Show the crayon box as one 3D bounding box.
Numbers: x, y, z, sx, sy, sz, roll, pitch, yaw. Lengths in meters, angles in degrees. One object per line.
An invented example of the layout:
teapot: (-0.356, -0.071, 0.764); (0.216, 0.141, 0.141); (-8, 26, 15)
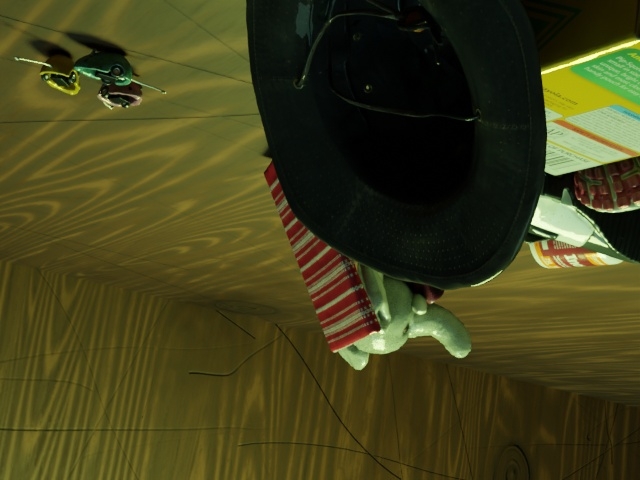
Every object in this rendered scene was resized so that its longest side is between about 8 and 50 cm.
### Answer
crayon box: (0.258, -0.147, 0.915); (0.203, 0.083, 0.323); (17, 165, -31)

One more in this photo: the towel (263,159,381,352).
towel: (0.000, 0.000, 1.335); (0.031, 0.275, 0.199); (-19, 172, -16)

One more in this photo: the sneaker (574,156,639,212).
sneaker: (0.375, -0.084, 1.027); (0.112, 0.121, 0.299); (15, 165, -35)

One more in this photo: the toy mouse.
toy mouse: (-0.237, -0.183, 1.177); (0.143, 0.031, 0.161); (5, 166, 17)

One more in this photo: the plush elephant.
plush elephant: (0.124, 0.052, 1.453); (0.330, 0.255, 0.272); (9, 167, -3)

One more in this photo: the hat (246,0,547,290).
hat: (0.081, -0.132, 0.852); (0.331, 0.331, 0.134); (-7, -161, 48)

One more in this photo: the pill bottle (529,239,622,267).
pill bottle: (0.366, -0.008, 1.423); (0.086, 0.086, 0.152); (20, 163, -40)

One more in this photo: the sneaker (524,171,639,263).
sneaker: (0.257, -0.062, 1.212); (0.330, 0.122, 0.146); (26, 160, -27)
